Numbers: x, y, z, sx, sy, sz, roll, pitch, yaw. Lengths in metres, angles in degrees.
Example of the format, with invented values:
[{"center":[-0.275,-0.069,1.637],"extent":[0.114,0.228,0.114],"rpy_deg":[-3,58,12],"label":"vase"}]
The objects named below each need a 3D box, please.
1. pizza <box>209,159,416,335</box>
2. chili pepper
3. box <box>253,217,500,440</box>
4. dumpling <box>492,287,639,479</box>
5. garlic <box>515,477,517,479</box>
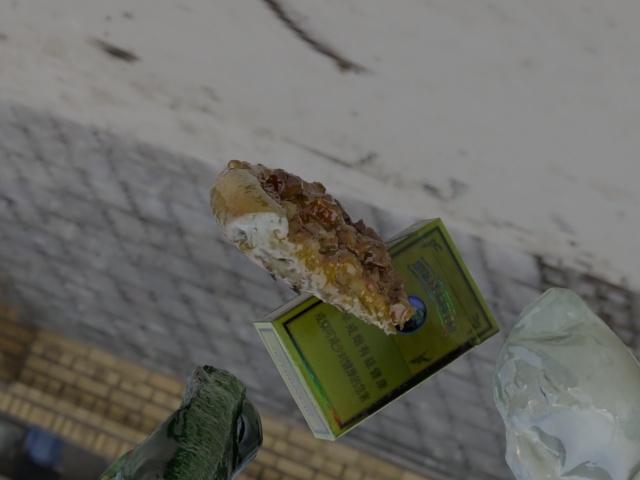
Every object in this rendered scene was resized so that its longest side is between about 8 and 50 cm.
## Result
[{"center":[0.000,0.000,1.530],"extent":[0.226,0.086,0.335],"rpy_deg":[35,-176,6],"label":"pizza"},{"center":[-0.083,0.133,0.868],"extent":[0.062,0.108,0.216],"rpy_deg":[41,-172,-1],"label":"chili pepper"},{"center":[0.060,0.089,1.664],"extent":[0.141,0.220,0.064],"rpy_deg":[62,158,-6],"label":"box"},{"center":[0.235,0.162,1.503],"extent":[0.229,0.151,0.124],"rpy_deg":[64,180,19],"label":"dumpling"},{"center":[0.289,0.284,1.645],"extent":[0.112,0.143,0.318],"rpy_deg":[-19,-166,-24],"label":"garlic"}]
